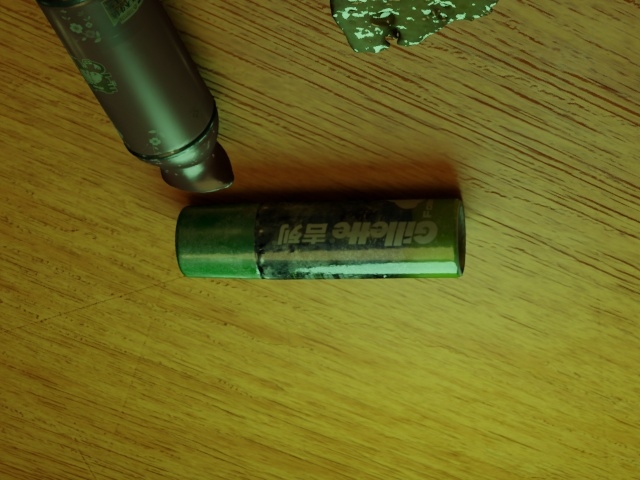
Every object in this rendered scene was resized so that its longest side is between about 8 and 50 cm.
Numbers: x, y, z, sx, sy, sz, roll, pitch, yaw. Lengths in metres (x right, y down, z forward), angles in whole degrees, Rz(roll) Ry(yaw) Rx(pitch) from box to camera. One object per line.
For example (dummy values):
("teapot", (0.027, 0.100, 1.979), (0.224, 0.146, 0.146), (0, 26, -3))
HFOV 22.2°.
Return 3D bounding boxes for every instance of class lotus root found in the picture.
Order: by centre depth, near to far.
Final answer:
("lotus root", (0.093, -0.276, 1.509), (0.235, 0.119, 0.138), (-23, 132, 36))

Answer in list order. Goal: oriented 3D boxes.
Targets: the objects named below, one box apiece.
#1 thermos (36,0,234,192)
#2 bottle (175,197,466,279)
("thermos", (-0.197, -0.168, 1.703), (0.136, 0.109, 0.330), (-8, 139, 19))
("bottle", (0.000, 0.000, 1.890), (0.330, 0.093, 0.093), (-1, 141, 11))
